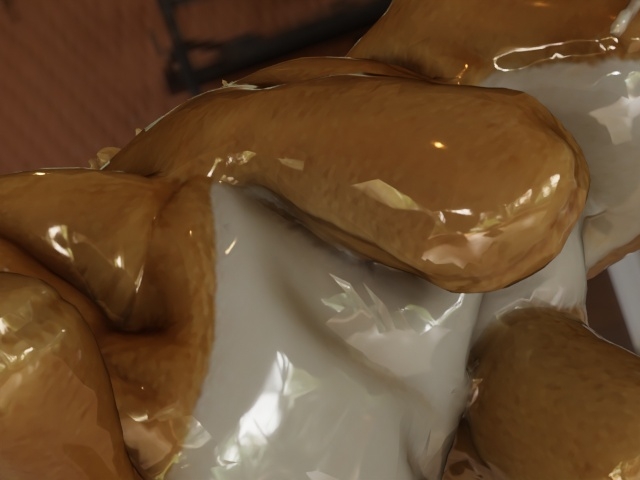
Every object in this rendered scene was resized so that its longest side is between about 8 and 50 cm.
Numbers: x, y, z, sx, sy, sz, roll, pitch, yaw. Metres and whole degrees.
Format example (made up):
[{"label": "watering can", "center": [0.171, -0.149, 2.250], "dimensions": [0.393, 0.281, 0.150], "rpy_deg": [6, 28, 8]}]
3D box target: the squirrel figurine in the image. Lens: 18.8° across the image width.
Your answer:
[{"label": "squirrel figurine", "center": [0.000, 0.000, 0.776], "dimensions": [0.370, 0.281, 0.397], "rpy_deg": [-51, 21, -20]}]
